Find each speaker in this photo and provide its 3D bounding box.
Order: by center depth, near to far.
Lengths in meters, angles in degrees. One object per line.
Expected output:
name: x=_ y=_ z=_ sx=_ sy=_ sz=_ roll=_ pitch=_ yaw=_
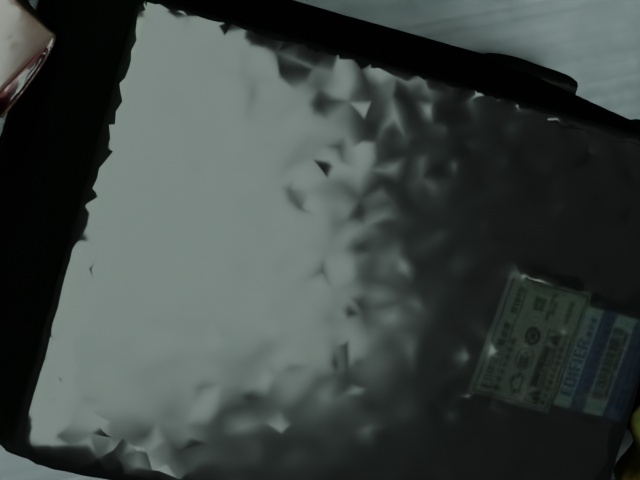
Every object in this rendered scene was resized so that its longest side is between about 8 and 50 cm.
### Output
speaker: x=0.000 y=0.000 z=0.718 sx=0.254 sy=0.232 sz=0.184 roll=14 pitch=101 yaw=-19

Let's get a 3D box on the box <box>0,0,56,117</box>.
box: x=-0.180 y=-0.118 z=0.701 sx=0.060 sy=0.111 sz=0.156 roll=-45 pitch=113 yaw=-2

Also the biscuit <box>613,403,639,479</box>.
biscuit: x=0.204 y=0.051 z=0.820 sx=0.273 sy=0.036 sz=0.187 roll=-48 pitch=155 yaw=-31
